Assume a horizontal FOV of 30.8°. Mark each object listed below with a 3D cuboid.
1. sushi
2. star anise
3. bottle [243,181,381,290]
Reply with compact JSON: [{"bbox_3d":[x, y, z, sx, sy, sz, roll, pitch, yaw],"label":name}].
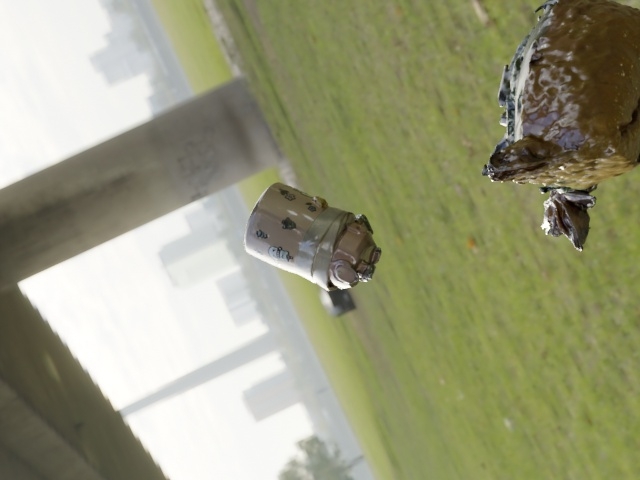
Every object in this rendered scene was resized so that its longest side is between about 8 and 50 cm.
[{"bbox_3d":[0.217,-0.110,1.019,0.149,0.140,0.287,70,-147,-41],"label":"sushi"},{"bbox_3d":[0.304,-0.060,1.377,0.124,0.056,0.129,-135,59,-75],"label":"star anise"},{"bbox_3d":[0.000,0.001,1.307,0.152,0.099,0.099,23,163,14],"label":"bottle"}]
